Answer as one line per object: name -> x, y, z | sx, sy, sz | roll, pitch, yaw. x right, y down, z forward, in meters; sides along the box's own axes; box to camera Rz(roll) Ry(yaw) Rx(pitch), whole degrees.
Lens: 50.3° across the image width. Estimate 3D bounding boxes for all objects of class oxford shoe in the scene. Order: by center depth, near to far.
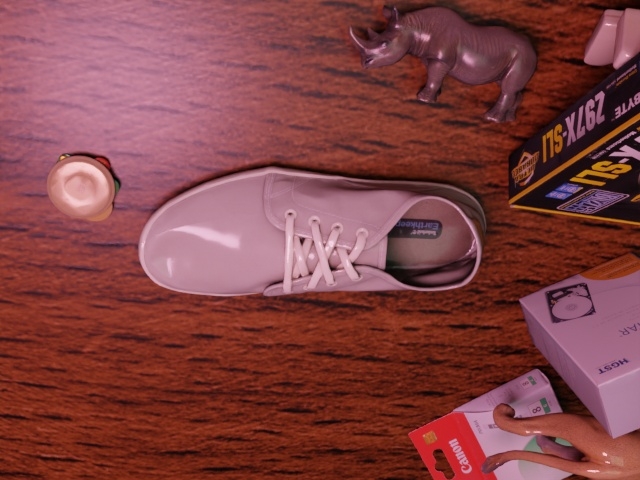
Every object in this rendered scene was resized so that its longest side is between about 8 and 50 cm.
oxford shoe -> 0.000, 0.000, 0.848 | 0.450, 0.130, 0.169 | -2, 113, -6

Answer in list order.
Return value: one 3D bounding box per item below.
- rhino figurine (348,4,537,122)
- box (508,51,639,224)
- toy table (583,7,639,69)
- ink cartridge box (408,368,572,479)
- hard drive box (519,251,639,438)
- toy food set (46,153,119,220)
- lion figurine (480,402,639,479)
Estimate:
rhino figurine -> 0.147, -0.219, 0.812 | 0.244, 0.073, 0.106 | 14, 113, -12
box -> 0.404, -0.106, 0.774 | 0.257, 0.322, 0.079 | 9, 72, -12
toy table -> 0.412, -0.273, 0.740 | 0.161, 0.252, 0.274 | 15, 143, 5
ink cartridge box -> 0.276, 0.324, 1.057 | 0.225, 0.056, 0.181 | -28, 112, 1
hard drive box -> 0.400, 0.127, 0.899 | 0.181, 0.232, 0.089 | -23, 113, 1
toy food set -> -0.291, -0.066, 0.835 | 0.083, 0.020, 0.082 | 17, 108, -14
lion figurine -> 0.429, 0.242, 0.913 | 0.392, 0.240, 0.142 | -31, 112, -20
